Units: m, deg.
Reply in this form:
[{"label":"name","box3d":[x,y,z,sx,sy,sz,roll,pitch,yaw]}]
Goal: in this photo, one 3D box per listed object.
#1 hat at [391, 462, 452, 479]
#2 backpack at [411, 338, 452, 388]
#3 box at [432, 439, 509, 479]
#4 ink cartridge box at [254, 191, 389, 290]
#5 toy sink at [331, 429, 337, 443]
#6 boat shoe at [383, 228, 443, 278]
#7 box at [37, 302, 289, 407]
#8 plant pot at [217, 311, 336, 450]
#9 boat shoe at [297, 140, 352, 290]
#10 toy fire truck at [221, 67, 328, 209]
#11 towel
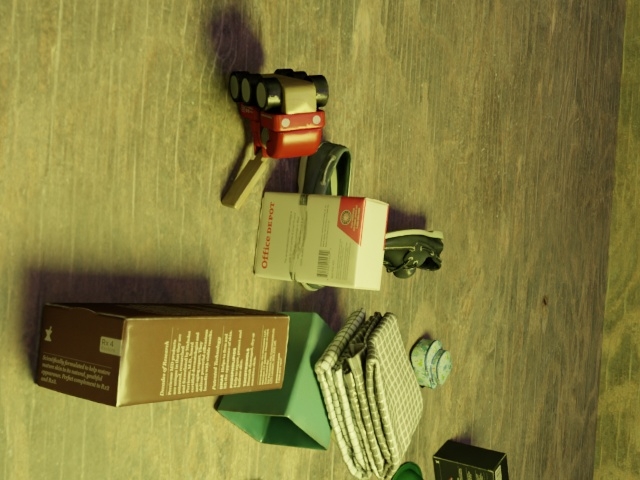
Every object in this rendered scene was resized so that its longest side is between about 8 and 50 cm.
[{"label":"hat","box3d":[0.283,0.669,2.152,0.209,0.184,0.172,22,77,-52]},{"label":"backpack","box3d":[0.291,0.317,2.207,0.105,0.084,0.114,-45,126,-44]},{"label":"box","box3d":[0.426,0.706,2.352,0.103,0.184,0.261,-32,119,-50]},{"label":"ink cartridge box","box3d":[0.000,0.000,1.648,0.100,0.237,0.171,10,86,-57]},{"label":"toy sink","box3d":[0.084,0.363,1.890,0.152,0.131,0.234,-60,137,-29]},{"label":"boat shoe","box3d":[0.202,0.035,2.019,0.340,0.127,0.112,2,81,-63]},{"label":"box","box3d":[-0.241,0.176,1.380,0.381,0.191,0.143,9,87,-53]},{"label":"plant pot","box3d":[-0.061,0.266,1.668,0.165,0.166,0.234,49,48,-44]},{"label":"boat shoe","box3d":[0.011,-0.049,1.770,0.116,0.099,0.319,0,95,-55]},{"label":"toy fire truck","box3d":[-0.094,-0.179,1.537,0.159,0.217,0.246,-9,109,-24]},{"label":"towel","box3d":[0.113,0.301,1.693,0.235,0.121,0.283,-46,125,-59]}]
